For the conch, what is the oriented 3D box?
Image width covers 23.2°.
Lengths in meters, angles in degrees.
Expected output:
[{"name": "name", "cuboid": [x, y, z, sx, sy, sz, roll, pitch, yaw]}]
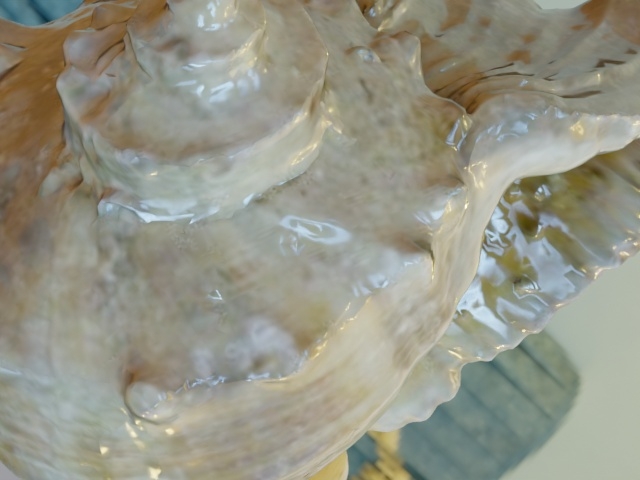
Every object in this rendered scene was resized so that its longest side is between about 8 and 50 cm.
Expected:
[{"name": "conch", "cuboid": [-0.007, -0.016, 0.592, 0.297, 0.210, 0.352, -21, 169, -8]}]
